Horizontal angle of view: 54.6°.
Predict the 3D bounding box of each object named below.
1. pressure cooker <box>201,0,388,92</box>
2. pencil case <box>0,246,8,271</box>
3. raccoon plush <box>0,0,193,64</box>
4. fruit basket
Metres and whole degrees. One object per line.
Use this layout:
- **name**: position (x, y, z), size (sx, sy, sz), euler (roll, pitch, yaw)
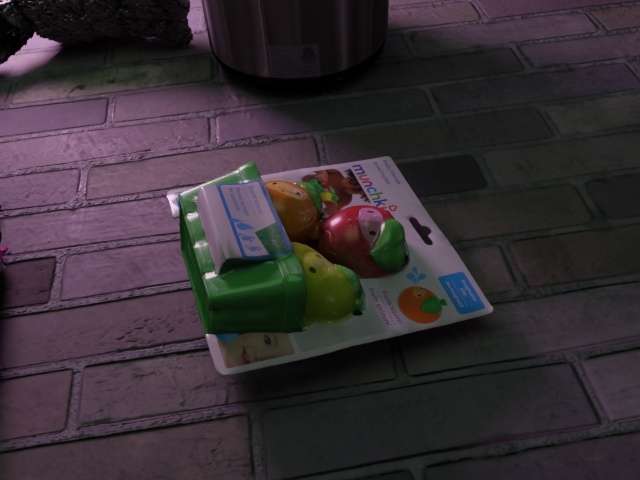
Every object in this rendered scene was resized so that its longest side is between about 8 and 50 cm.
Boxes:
- **pressure cooker**: position (-0.046, -0.531, 1.117), size (0.369, 0.420, 0.375), euler (-33, 54, -23)
- **pencil case**: position (-0.462, 0.087, 0.800), size (0.104, 0.104, 0.236), euler (-13, 49, -9)
- **raccoon plush**: position (-0.465, -0.423, 1.258), size (0.299, 0.216, 0.446), euler (39, 89, 16)
- **fruit basket**: position (0.000, 0.000, 0.811), size (0.352, 0.165, 0.327), euler (-14, 49, -13)
